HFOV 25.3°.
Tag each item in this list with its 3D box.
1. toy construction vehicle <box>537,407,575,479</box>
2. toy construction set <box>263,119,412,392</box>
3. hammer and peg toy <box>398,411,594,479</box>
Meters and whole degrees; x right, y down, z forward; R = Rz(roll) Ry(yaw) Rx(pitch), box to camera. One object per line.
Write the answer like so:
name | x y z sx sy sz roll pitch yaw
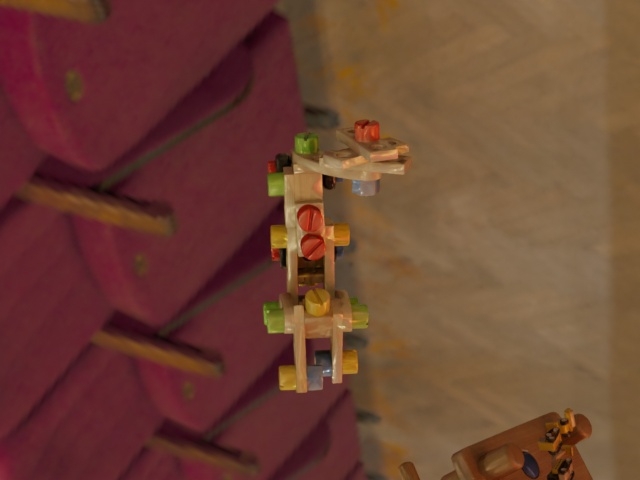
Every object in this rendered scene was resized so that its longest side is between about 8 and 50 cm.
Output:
toy construction vehicle | 0.305 0.268 1.849 0.035 0.098 0.086 -4 113 26
toy construction set | 0.000 0.000 1.690 0.151 0.215 0.328 11 109 -8
hammer and peg toy | 0.266 0.365 1.842 0.127 0.266 0.361 -35 163 37
